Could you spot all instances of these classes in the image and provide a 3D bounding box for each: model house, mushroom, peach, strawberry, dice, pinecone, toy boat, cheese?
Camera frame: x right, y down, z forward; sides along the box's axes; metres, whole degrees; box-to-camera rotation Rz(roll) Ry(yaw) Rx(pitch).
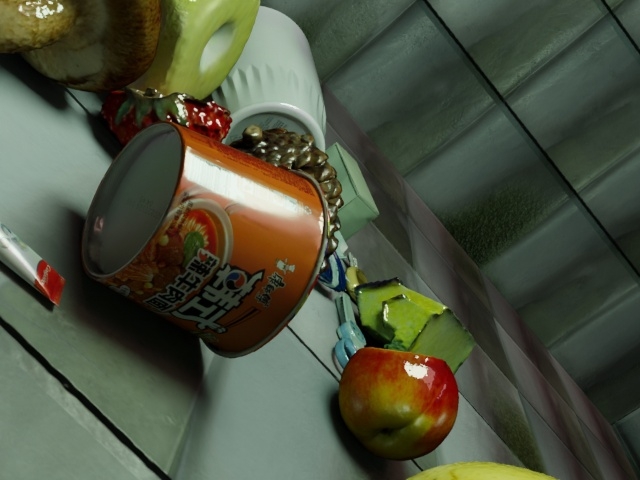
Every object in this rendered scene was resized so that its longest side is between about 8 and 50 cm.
[{"bbox_3d":[0.146,0.177,1.523,0.211,0.170,0.194,31,-8,40],"label":"model house"},{"bbox_3d":[-0.336,-0.292,1.034,0.267,0.255,0.267,27,-11,6],"label":"mushroom"},{"bbox_3d":[0.121,0.229,1.206,0.190,0.190,0.192,46,35,-20],"label":"peach"},{"bbox_3d":[-0.223,-0.148,1.207,0.236,0.190,0.111,30,65,-78],"label":"strawberry"},{"bbox_3d":[-0.252,-0.364,1.261,0.233,0.227,0.238,35,33,7],"label":"dice"},{"bbox_3d":[-0.072,-0.055,1.227,0.224,0.224,0.273,-105,175,-55],"label":"pinecone"},{"bbox_3d":[0.009,0.023,1.576,0.291,0.070,0.210,34,26,-55],"label":"toy boat"},{"bbox_3d":[0.075,0.078,1.691,0.086,0.036,0.162,45,17,-27],"label":"cheese"}]

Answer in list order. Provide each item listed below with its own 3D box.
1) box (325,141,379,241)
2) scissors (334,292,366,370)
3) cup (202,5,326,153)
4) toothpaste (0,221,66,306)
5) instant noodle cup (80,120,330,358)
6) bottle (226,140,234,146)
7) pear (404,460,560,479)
[{"bbox_3d":[0.036,-0.104,1.810,0.086,0.129,0.225,42,19,-34],"label":"box"},{"bbox_3d":[0.057,0.175,1.436,0.125,0.030,0.256,48,16,-28],"label":"scissors"},{"bbox_3d":[-0.117,-0.262,1.503,0.253,0.253,0.372,41,20,-34],"label":"cup"},{"bbox_3d":[-0.322,-0.008,0.775,0.190,0.031,0.048,47,13,-26],"label":"toothpaste"},{"bbox_3d":[-0.141,-0.012,0.928,0.192,0.250,0.250,29,26,-37],"label":"instant noodle cup"},{"bbox_3d":[-0.167,-0.121,1.332,0.045,0.096,0.045,47,17,-19],"label":"bottle"},{"bbox_3d":[0.157,0.375,0.729,0.348,0.348,0.348,47,16,-18],"label":"pear"}]
